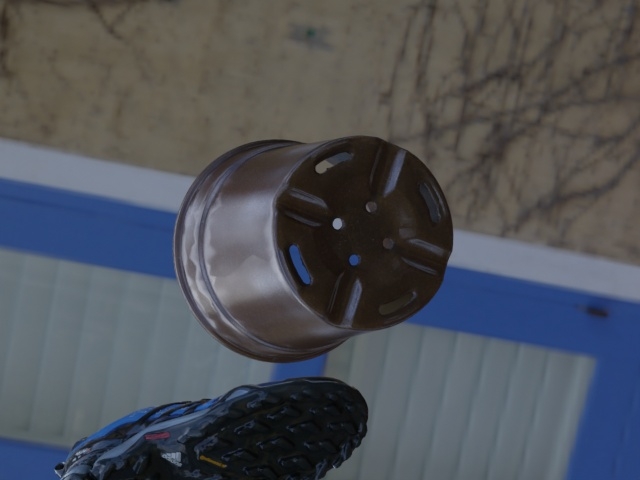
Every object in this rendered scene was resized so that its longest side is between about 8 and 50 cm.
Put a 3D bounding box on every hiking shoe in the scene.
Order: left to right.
[{"bbox_3d":[-0.108,0.182,1.278,0.132,0.304,0.113,-123,20,-68],"label":"hiking shoe"}]

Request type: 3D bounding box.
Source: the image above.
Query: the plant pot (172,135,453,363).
[{"bbox_3d":[0.000,0.000,0.921,0.165,0.167,0.167,165,115,-68],"label":"plant pot"}]
